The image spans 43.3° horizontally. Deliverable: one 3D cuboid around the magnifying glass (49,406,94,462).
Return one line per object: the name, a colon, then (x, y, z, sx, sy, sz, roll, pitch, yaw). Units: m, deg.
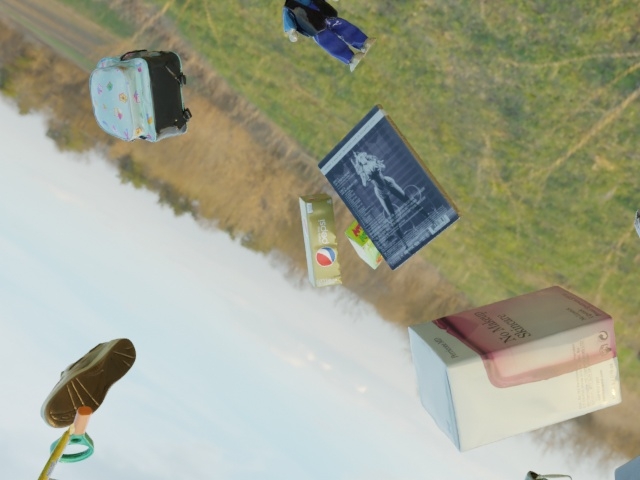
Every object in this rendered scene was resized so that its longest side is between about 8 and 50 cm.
magnifying glass: (-0.510, 0.410, 1.683, 0.092, 0.231, 0.026, 4, -131, -24)

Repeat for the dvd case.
dvd case: (0.107, -0.082, 1.295, 0.018, 0.164, 0.221, -26, -103, -49)

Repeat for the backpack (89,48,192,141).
backpack: (-0.348, -0.270, 1.507, 0.144, 0.166, 0.188, -20, -155, -33)

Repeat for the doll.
doll: (-0.001, -0.358, 1.294, 0.189, 0.129, 0.046, 37, 156, -4)

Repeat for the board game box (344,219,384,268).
board game box: (0.102, -0.013, 1.454, 0.043, 0.092, 0.181, 41, 176, 17)

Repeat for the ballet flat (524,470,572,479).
ballet flat: (0.504, 0.501, 1.580, 0.213, 0.068, 0.072, 9, 180, 23)

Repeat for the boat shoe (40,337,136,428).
boat shoe: (-0.564, 0.336, 1.914, 0.098, 0.302, 0.109, -5, 117, 30)

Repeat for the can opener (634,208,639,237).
can opener: (0.635, 0.011, 1.312, 0.283, 0.095, 0.076, 22, -134, -16)

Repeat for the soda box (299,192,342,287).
soda box: (0.000, 0.000, 1.622, 0.058, 0.181, 0.061, -9, -165, -10)

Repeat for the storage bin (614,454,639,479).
storage bin: (0.572, 0.406, 1.382, 0.091, 0.098, 0.135, 14, 145, -7)

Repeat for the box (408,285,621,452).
box: (0.254, 0.163, 1.070, 0.232, 0.127, 0.148, -14, -163, -10)

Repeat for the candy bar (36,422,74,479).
candy bar: (-0.487, 0.407, 1.457, 0.018, 0.162, 0.040, 22, 142, -1)

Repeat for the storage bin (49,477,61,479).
storage bin: (-0.596, 0.749, 1.982, 0.262, 0.261, 0.123, 6, -163, 15)
